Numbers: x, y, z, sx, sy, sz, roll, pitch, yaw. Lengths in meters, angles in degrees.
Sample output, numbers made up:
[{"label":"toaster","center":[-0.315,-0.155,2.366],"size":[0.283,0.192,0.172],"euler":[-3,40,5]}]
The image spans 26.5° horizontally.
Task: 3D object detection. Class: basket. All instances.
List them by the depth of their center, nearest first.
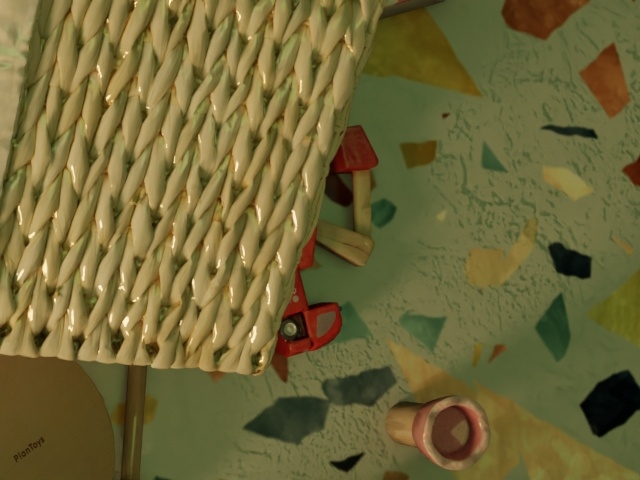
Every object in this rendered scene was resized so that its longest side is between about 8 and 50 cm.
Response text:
[{"label":"basket","center":[-0.153,-0.102,1.021],"size":[0.266,0.328,0.331],"euler":[12,106,-21]}]

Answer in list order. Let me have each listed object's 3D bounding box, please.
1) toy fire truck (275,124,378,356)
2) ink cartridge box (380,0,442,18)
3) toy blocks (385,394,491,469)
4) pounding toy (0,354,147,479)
[{"label":"toy fire truck","center":[0.000,0.000,1.255],"size":[0.135,0.047,0.192],"euler":[-16,93,-21]},{"label":"ink cartridge box","center":[0.013,-0.341,1.241],"size":[0.207,0.117,0.283],"euler":[-19,94,-19]},{"label":"toy blocks","center":[0.142,0.331,1.173],"size":[0.288,0.260,0.309],"euler":[38,76,-14]},{"label":"pounding toy","center":[-0.257,0.179,1.141],"size":[0.237,0.110,0.183],"euler":[6,72,-48]}]
